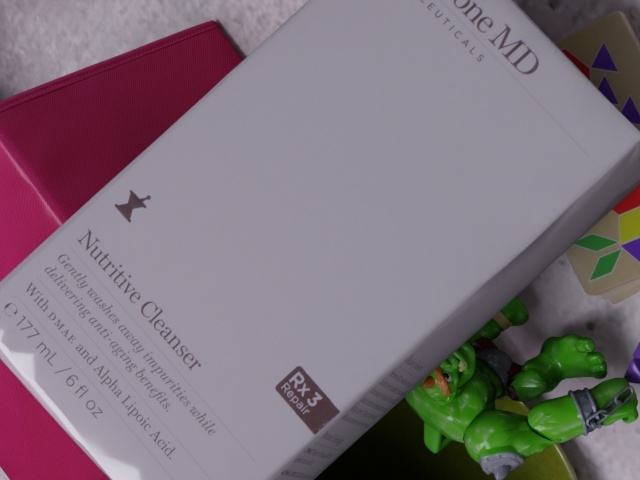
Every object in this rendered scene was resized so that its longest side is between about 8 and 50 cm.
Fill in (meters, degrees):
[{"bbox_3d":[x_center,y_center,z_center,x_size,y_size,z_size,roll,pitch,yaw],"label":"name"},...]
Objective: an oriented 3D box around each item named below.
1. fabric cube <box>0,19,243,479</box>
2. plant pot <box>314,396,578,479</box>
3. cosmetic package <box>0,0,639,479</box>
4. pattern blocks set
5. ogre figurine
[{"bbox_3d":[-0.145,0.030,1.541,0.258,0.254,0.259,52,135,9],"label":"fabric cube"},{"bbox_3d":[0.020,0.258,1.514,0.275,0.274,0.293,54,151,9],"label":"plant pot"},{"bbox_3d":[0.000,0.000,1.269,0.385,0.156,0.217,-45,78,3],"label":"cosmetic package"},{"bbox_3d":[0.198,-0.052,1.340,0.285,0.026,0.325,-14,100,46],"label":"pattern blocks set"},{"bbox_3d":[0.116,0.092,1.396,0.197,0.118,0.097,44,161,12],"label":"ogre figurine"}]
